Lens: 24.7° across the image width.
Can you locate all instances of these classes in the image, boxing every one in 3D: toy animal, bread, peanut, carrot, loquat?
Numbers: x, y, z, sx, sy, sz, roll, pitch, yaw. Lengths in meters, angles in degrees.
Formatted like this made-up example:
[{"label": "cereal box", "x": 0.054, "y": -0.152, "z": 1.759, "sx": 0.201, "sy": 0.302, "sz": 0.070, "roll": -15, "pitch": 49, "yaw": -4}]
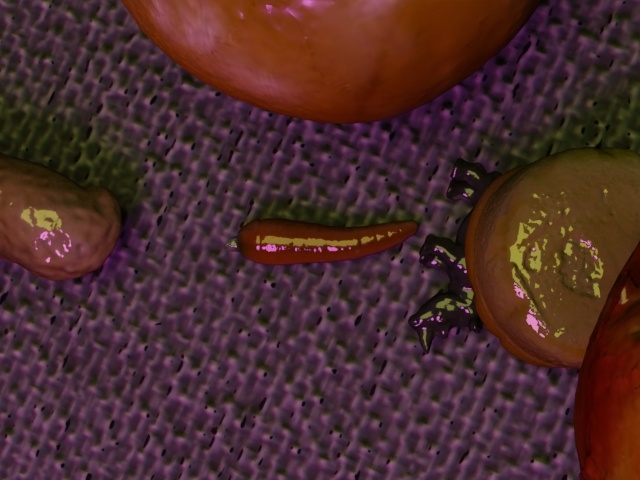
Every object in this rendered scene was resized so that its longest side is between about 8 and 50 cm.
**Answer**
[{"label": "toy animal", "x": 0.100, "y": 0.016, "z": 1.012, "sx": 0.065, "sy": 0.047, "sz": 0.135, "roll": 22, "pitch": 82, "yaw": 9}, {"label": "bread", "x": 0.161, "y": 0.005, "z": 0.964, "sx": 0.125, "sy": 0.086, "sz": 0.156, "roll": 21, "pitch": 82, "yaw": -5}, {"label": "peanut", "x": -0.247, "y": -0.030, "z": 1.094, "sx": 0.214, "sy": 0.099, "sz": 0.099, "roll": 15, "pitch": 86, "yaw": 12}, {"label": "carrot", "x": 0.000, "y": 0.000, "z": 1.050, "sx": 0.142, "sy": 0.035, "sz": 0.035, "roll": -2, "pitch": 81, "yaw": 9}, {"label": "loquat", "x": 0.001, "y": -0.247, "z": 0.925, "sx": 0.328, "sy": 0.359, "sz": 0.328, "roll": -7, "pitch": 70, "yaw": 21}]

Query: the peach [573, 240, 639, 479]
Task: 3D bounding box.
[{"label": "peach", "x": 0.341, "y": 0.065, "z": 0.786, "sx": 0.416, "sy": 0.339, "sz": 0.353, "roll": -35, "pitch": 66, "yaw": 0}]
